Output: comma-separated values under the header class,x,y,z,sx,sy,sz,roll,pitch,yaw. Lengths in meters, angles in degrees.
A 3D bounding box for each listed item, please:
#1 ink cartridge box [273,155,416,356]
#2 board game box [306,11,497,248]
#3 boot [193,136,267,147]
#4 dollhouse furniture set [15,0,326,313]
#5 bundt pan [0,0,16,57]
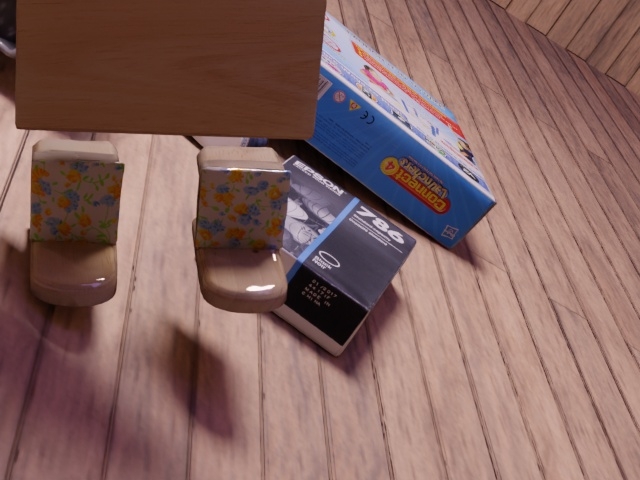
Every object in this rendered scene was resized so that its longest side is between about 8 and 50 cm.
class,x,y,z,sx,sy,sz,roll,pitch,yaw
ink cartridge box,0.000,0.000,1.571,0.165,0.065,0.332,35,17,2
board game box,0.056,-0.164,1.980,0.308,0.086,0.302,36,16,-20
boot,-0.141,-0.159,1.734,0.190,0.069,0.086,48,13,12
dollhouse furniture set,-0.191,-0.119,1.100,0.394,0.362,0.256,1,25,-9
bundt pan,-0.267,-0.328,1.565,0.331,0.331,0.124,38,-3,9
